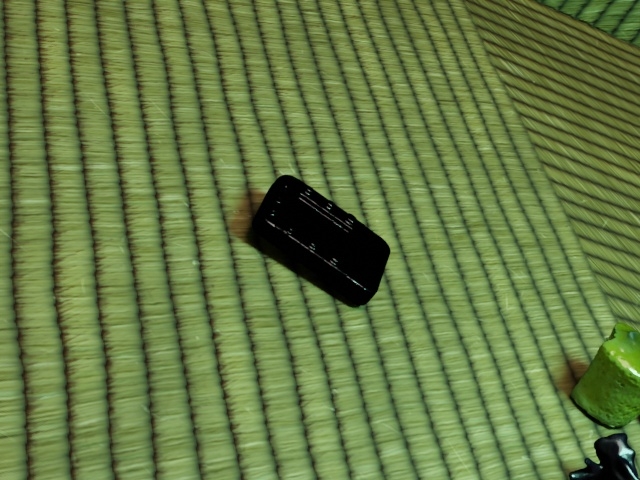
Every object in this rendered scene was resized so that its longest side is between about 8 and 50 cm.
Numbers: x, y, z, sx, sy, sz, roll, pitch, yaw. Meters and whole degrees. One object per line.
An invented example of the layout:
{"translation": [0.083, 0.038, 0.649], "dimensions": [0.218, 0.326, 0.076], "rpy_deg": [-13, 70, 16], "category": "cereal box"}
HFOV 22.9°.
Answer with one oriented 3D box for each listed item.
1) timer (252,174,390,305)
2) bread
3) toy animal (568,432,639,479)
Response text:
{"translation": [0.000, 0.000, 2.099], "dimensions": [0.187, 0.055, 0.144], "rpy_deg": [35, 31, -7], "category": "timer"}
{"translation": [0.418, 0.187, 2.178], "dimensions": [0.111, 0.114, 0.129], "rpy_deg": [42, 29, 13], "category": "bread"}
{"translation": [0.409, 0.378, 1.915], "dimensions": [0.195, 0.090, 0.324], "rpy_deg": [3, 41, -6], "category": "toy animal"}
